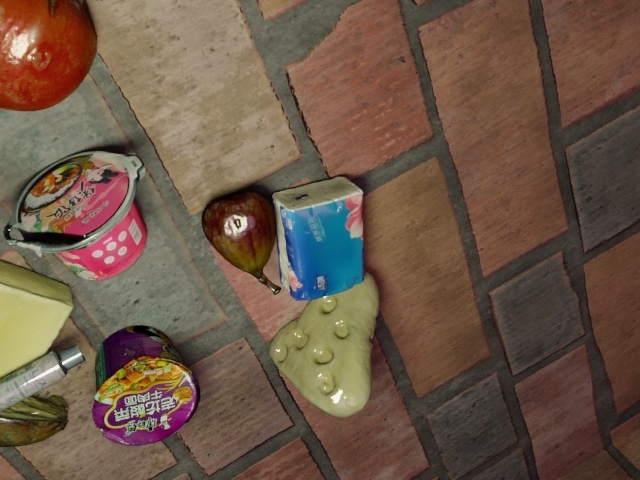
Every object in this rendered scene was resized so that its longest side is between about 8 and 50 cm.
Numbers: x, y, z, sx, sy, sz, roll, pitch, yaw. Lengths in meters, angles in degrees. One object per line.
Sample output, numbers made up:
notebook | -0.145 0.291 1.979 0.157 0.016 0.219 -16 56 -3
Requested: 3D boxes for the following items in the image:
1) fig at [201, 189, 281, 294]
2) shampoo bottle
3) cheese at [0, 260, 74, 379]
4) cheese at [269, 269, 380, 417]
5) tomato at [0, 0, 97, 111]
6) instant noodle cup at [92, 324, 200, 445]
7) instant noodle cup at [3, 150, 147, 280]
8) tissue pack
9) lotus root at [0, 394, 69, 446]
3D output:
fig | -0.163 0.012 1.770 0.170 0.145 0.274 -27 112 -8
shampoo bottle | -0.619 0.295 1.638 0.214 0.072 0.072 -29 127 -15
cheese | -0.708 0.188 1.634 0.242 0.124 0.265 28 104 -35
cheese | 0.059 0.271 1.925 0.351 0.328 0.129 -44 133 4
tomato | -0.545 -0.357 1.362 0.309 0.170 0.309 -11 121 -20
instant noodle cup | -0.433 0.335 1.812 0.251 0.190 0.251 -12 122 -19
instant noodle cup | -0.472 -0.032 1.561 0.302 0.258 0.182 -23 140 -4
tissue pack | 0.000 0.000 1.856 0.209 0.137 0.270 -13 124 -17
lotus root | -0.750 0.411 1.723 0.314 0.210 0.142 22 96 -20
